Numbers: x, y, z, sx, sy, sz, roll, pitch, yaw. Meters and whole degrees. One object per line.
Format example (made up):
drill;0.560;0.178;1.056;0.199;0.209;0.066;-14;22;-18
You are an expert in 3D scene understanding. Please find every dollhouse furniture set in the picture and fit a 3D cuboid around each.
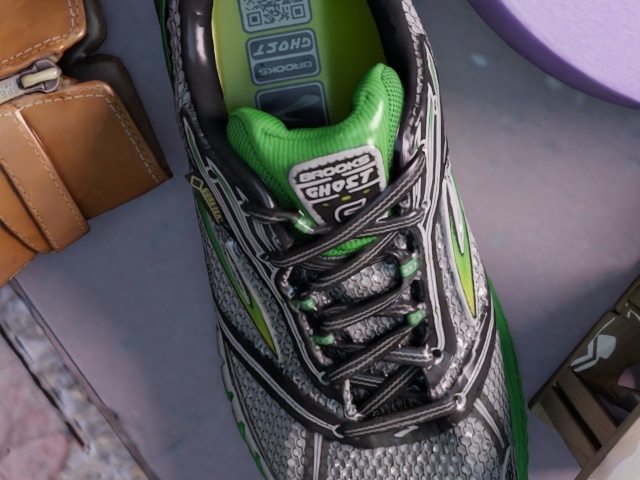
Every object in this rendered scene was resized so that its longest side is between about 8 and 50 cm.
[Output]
dollhouse furniture set;0.209;0.093;0.535;0.184;0.129;0.129;38;96;-4

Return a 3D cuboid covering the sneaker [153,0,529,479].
sneaker;0.000;0.000;0.516;0.134;0.146;0.343;-18;98;3

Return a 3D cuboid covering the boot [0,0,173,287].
boot;-0.209;-0.094;0.520;0.220;0.109;0.283;-25;99;5

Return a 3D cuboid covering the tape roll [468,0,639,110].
tape roll;0.174;-0.187;0.517;0.275;0.090;0.274;0;98;0
